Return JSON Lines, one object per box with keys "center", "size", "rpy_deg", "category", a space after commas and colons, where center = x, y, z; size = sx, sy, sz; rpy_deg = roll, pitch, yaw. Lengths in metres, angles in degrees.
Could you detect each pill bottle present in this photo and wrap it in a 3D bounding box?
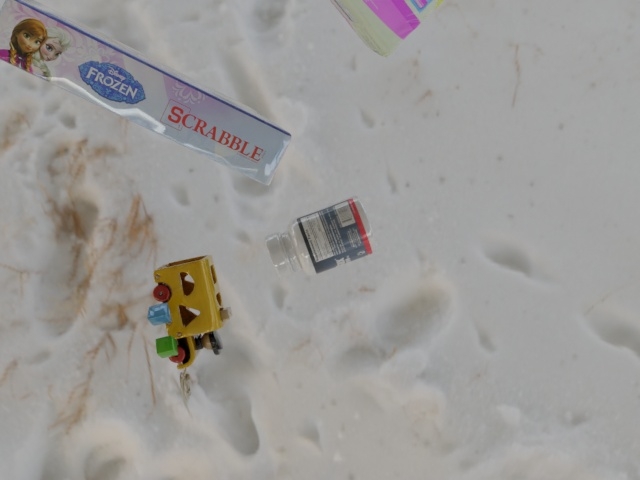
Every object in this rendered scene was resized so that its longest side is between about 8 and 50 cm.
{"center": [0.000, 0.000, 1.768], "size": [0.180, 0.108, 0.108], "rpy_deg": [-20, 57, 0], "category": "pill bottle"}

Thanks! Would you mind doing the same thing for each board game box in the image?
{"center": [-0.211, -0.181, 1.176], "size": [0.319, 0.318, 0.066], "rpy_deg": [25, 96, -18], "category": "board game box"}

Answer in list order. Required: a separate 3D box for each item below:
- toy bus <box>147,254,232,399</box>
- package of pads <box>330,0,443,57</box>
{"center": [-0.195, 0.120, 1.621], "size": [0.104, 0.202, 0.191], "rpy_deg": [-13, 51, 5], "category": "toy bus"}
{"center": [0.123, -0.459, 1.516], "size": [0.296, 0.229, 0.101], "rpy_deg": [-45, 38, 1], "category": "package of pads"}
